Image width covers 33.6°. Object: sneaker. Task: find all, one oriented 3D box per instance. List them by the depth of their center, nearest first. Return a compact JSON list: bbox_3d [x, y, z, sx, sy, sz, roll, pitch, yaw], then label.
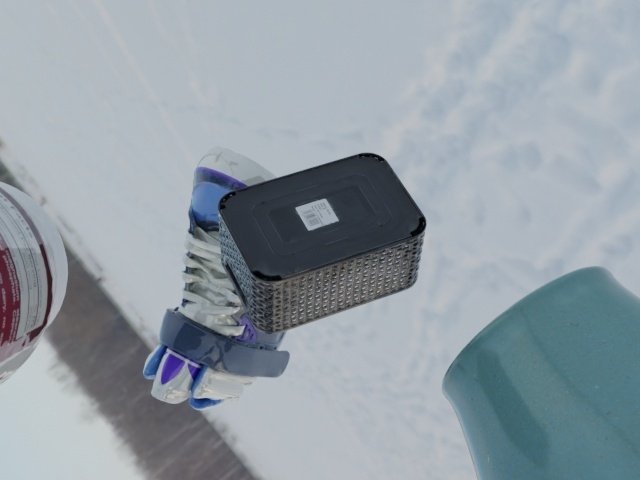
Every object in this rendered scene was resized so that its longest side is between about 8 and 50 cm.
[{"bbox_3d":[-0.118,0.072,1.204,0.130,0.236,0.322,23,154,19],"label":"sneaker"}]

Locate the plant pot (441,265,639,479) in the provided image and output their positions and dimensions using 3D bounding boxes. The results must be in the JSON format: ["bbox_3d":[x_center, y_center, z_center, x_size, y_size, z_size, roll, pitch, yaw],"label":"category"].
[{"bbox_3d":[0.246,0.171,0.886,0.255,0.272,0.271,55,172,26],"label":"plant pot"}]

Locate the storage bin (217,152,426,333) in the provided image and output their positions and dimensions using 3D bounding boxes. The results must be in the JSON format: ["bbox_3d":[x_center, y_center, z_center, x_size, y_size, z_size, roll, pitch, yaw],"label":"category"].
[{"bbox_3d":[0.000,0.000,1.037,0.084,0.180,0.122,94,153,-49],"label":"storage bin"}]

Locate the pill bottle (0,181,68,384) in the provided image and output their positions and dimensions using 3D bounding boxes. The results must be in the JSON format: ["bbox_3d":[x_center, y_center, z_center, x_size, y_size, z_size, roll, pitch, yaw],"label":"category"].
[{"bbox_3d":[-0.358,0.046,0.886,0.224,0.224,0.392,51,-175,-2],"label":"pill bottle"}]
